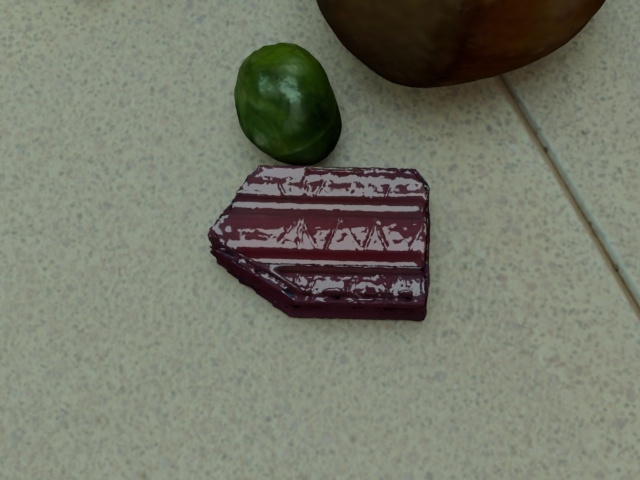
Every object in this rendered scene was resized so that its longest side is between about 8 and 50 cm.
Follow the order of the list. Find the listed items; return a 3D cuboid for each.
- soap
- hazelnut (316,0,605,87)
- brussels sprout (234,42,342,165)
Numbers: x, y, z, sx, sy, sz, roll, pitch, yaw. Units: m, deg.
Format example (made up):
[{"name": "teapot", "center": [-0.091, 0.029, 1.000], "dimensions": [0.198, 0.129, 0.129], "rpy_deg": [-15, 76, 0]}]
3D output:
[{"name": "soap", "center": [0.000, 0.000, 1.406], "dimensions": [0.249, 0.099, 0.162], "rpy_deg": [3, 73, 3]}, {"name": "hazelnut", "center": [0.155, -0.340, 1.404], "dimensions": [0.372, 0.315, 0.372], "rpy_deg": [9, 53, -12]}, {"name": "brussels sprout", "center": [-0.040, -0.157, 1.436], "dimensions": [0.117, 0.155, 0.155], "rpy_deg": [-37, 75, -8]}]
